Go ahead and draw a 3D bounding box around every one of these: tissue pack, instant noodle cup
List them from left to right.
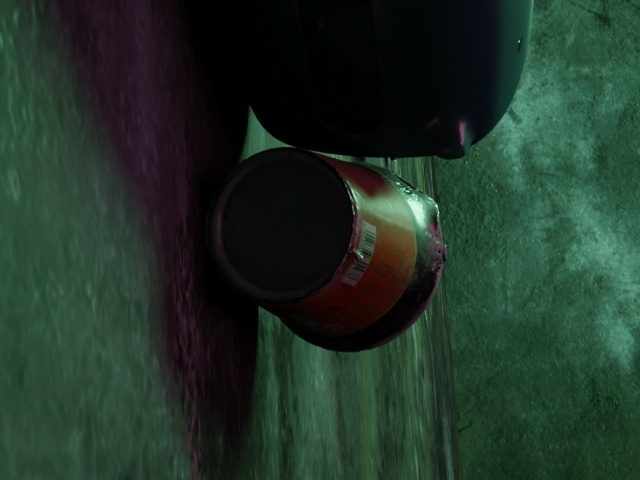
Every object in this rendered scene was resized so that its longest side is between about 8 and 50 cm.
[{"bbox_3d":[-0.002,0.002,0.671,0.136,0.127,0.127,24,61,-70],"label":"instant noodle cup"},{"bbox_3d":[0.029,-0.184,0.678,0.287,0.198,0.206,83,12,-45],"label":"tissue pack"}]

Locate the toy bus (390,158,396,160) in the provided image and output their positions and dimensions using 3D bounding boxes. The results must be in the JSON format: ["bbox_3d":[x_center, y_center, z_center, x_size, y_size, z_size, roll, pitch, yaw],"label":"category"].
[{"bbox_3d":[0.120,-0.174,1.689,0.052,0.058,0.102,-70,153,-69],"label":"toy bus"}]
